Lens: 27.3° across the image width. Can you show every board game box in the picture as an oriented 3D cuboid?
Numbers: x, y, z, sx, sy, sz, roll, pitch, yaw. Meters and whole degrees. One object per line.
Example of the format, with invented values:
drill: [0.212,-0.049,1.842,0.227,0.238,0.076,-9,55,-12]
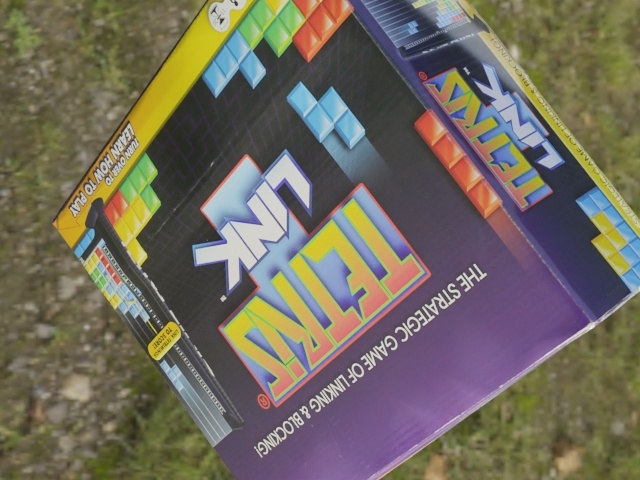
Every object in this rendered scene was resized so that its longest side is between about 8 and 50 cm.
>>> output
board game box: [0.000,0.000,0.411,0.048,0.170,0.141,-28,78,-43]
